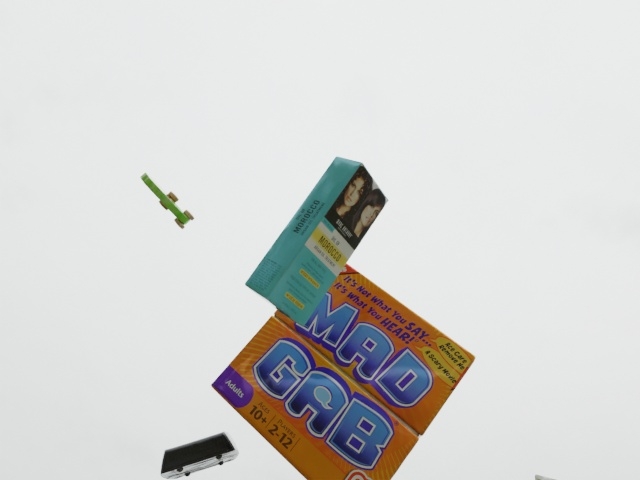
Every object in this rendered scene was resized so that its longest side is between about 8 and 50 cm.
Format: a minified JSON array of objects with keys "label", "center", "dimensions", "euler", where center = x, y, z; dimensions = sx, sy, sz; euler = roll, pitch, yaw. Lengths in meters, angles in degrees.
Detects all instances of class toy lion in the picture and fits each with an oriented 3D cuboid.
[{"label":"toy lion","center":[-0.281,-0.077,0.870],"dimensions":[0.100,0.034,0.096],"euler":[44,-8,30]}]

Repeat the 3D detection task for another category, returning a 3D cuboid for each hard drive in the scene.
[{"label":"hard drive","center":[-0.277,0.497,1.114],"dimensions":[0.171,0.054,0.255],"euler":[-12,-25,-16]}]

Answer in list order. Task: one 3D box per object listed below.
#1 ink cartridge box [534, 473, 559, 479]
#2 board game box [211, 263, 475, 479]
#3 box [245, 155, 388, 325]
[{"label":"ink cartridge box","center":[0.310,0.414,0.509],"dimensions":[0.188,0.256,0.097],"euler":[8,-32,18]},{"label":"board game box","center":[0.055,0.318,1.045],"dimensions":[0.356,0.356,0.357],"euler":[35,-17,20]},{"label":"box","center":[0.000,0.000,0.736],"dimensions":[0.060,0.244,0.100],"euler":[23,-16,44]}]
